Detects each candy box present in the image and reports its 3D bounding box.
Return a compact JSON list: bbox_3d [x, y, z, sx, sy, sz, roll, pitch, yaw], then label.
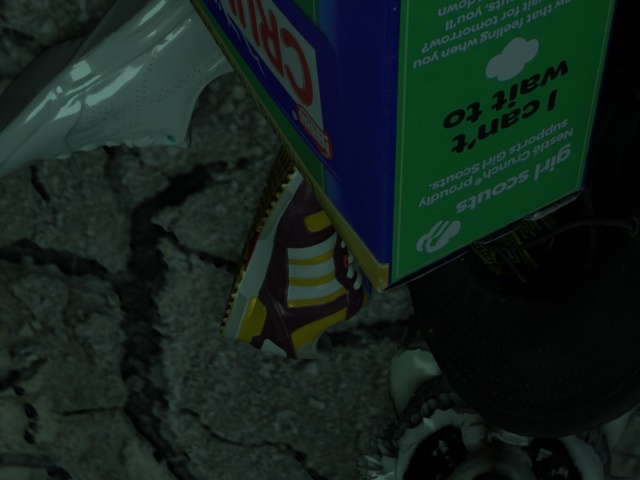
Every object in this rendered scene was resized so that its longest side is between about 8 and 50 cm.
[{"bbox_3d":[0.009,-0.183,0.617,0.122,0.268,0.317,-24,145,-14],"label":"candy box"}]

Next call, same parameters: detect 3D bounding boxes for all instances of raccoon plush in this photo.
[{"bbox_3d":[0.072,0.240,1.046,0.216,0.299,0.446,14,160,-12],"label":"raccoon plush"}]

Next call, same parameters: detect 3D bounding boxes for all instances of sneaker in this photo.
[{"bbox_3d":[0.000,0.000,0.931,0.084,0.070,0.185,18,133,-7],"label":"sneaker"},{"bbox_3d":[-0.122,-0.080,0.905,0.212,0.080,0.094,-31,122,30],"label":"sneaker"}]

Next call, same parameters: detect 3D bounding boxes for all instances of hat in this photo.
[{"bbox_3d":[0.147,-0.069,0.766,0.134,0.331,0.331,-5,132,-26],"label":"hat"}]
